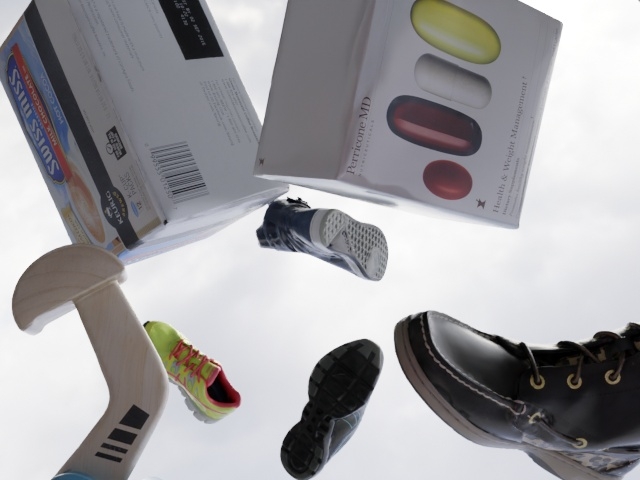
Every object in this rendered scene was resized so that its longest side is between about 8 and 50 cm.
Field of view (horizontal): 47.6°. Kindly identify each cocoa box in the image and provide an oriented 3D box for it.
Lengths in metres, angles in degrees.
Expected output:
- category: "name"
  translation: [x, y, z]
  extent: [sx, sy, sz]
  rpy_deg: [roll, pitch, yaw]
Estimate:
- category: "cocoa box"
  translation: [-0.250, -0.162, 1.005]
  extent: [0.228, 0.347, 0.231]
  rpy_deg: [-27, 177, 43]

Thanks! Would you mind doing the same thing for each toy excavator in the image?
- category: "toy excavator"
  translation: [-0.236, 0.286, 0.801]
  extent: [0.445, 0.433, 0.222]
  rpy_deg: [-56, -177, -17]

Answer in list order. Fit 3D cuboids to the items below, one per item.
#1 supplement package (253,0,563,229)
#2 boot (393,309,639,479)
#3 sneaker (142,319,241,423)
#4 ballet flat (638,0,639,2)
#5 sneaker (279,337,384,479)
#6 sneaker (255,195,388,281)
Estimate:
- category: "supplement package"
  translation: [0.077, -0.127, 0.649]
  extent: [0.203, 0.194, 0.149]
  rpy_deg: [11, -179, -32]
- category: "boot"
  translation: [0.184, 0.076, 0.485]
  extent: [0.178, 0.236, 0.085]
  rpy_deg: [-42, -150, 31]
- category: "sneaker"
  translation: [-0.199, 0.199, 1.142]
  extent: [0.094, 0.208, 0.081]
  rpy_deg: [-23, -155, 44]
- category: "ballet flat"
  translation: [0.205, -0.120, 0.398]
  extent: [0.041, 0.114, 0.041]
  rpy_deg: [-35, -142, 33]
- category: "sneaker"
  translation: [0.025, 0.260, 1.160]
  extent: [0.101, 0.267, 0.106]
  rpy_deg: [39, -158, 22]
- category: "sneaker"
  translation: [0.000, -0.002, 1.145]
  extent: [0.163, 0.226, 0.086]
  rpy_deg: [7, -107, 36]
